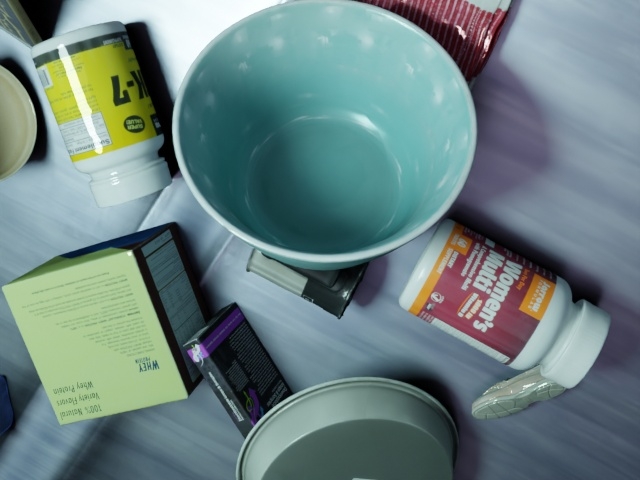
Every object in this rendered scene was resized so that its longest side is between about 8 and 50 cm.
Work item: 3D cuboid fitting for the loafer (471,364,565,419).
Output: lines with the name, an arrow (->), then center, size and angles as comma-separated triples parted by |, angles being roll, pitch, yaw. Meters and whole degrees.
loafer -> 0.247, 0.189, 1.066 | 0.125, 0.039, 0.045 | -26, 132, 24

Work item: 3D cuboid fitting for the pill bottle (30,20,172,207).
pill bottle -> -0.264, -0.153, 1.047 | 0.119, 0.119, 0.208 | -14, 104, 19

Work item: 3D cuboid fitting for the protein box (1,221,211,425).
protein box -> -0.268, 0.109, 1.123 | 0.200, 0.136, 0.201 | -15, 102, 18

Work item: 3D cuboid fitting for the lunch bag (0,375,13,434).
lunch bag -> -0.513, 0.247, 1.270 | 0.065, 0.067, 0.098 | -1, 106, 15

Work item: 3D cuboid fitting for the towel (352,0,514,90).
towel -> 0.118, -0.338, 0.930 | 0.237, 0.037, 0.329 | 26, 112, 7

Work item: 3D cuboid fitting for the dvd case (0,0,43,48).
dvd case -> -0.419, -0.310, 1.000 | 0.164, 0.221, 0.018 | 34, 79, 3

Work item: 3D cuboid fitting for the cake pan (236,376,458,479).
cake pan -> 0.041, 0.303, 1.080 | 0.293, 0.054, 0.293 | -5, 121, -8

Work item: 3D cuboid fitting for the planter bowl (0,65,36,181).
planter bowl -> -0.468, -0.148, 1.097 | 0.109, 0.162, 0.162 | -3, 108, 44

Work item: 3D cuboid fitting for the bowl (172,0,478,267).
bowl -> 0.004, -0.092, 0.932 | 0.311, 0.163, 0.311 | 0, 67, 0

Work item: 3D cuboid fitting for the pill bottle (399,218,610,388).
pill bottle -> 0.213, 0.075, 0.989 | 0.221, 0.121, 0.121 | 28, 112, 5

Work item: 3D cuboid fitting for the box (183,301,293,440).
box -> -0.103, 0.175, 1.110 | 0.029, 0.116, 0.162 | -29, 97, 26

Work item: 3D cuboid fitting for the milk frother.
milk frother -> 0.000, 0.000, 1.048 | 0.135, 0.129, 0.143 | 27, 69, 5
